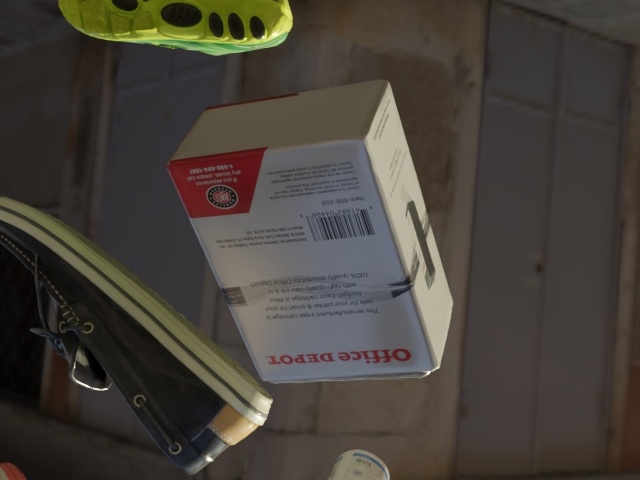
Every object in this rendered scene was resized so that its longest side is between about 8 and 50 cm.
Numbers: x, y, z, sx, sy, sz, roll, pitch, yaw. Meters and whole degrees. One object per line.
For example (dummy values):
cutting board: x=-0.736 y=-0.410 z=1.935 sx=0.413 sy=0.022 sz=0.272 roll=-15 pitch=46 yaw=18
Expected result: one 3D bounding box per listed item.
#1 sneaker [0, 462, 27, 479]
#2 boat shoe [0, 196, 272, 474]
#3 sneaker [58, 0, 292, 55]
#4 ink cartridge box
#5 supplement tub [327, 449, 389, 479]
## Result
sneaker: x=-0.410 y=0.414 z=1.224 sx=0.136 sy=0.314 sz=0.116 roll=6 pitch=166 yaw=-37
boat shoe: x=-0.285 y=0.112 z=1.418 sx=0.500 sy=0.156 sz=0.187 roll=39 pitch=177 yaw=21
sneaker: x=-0.174 y=-0.266 z=1.278 sx=0.295 sy=0.110 sz=0.123 roll=13 pitch=174 yaw=13
ink cartridge box: x=0.000 y=0.000 z=1.054 sx=0.196 sy=0.273 sz=0.114 roll=-5 pitch=-147 yaw=22
supplement tub: x=0.036 y=0.303 z=1.267 sx=0.071 sy=0.071 sz=0.107 roll=3 pitch=-150 yaw=18
